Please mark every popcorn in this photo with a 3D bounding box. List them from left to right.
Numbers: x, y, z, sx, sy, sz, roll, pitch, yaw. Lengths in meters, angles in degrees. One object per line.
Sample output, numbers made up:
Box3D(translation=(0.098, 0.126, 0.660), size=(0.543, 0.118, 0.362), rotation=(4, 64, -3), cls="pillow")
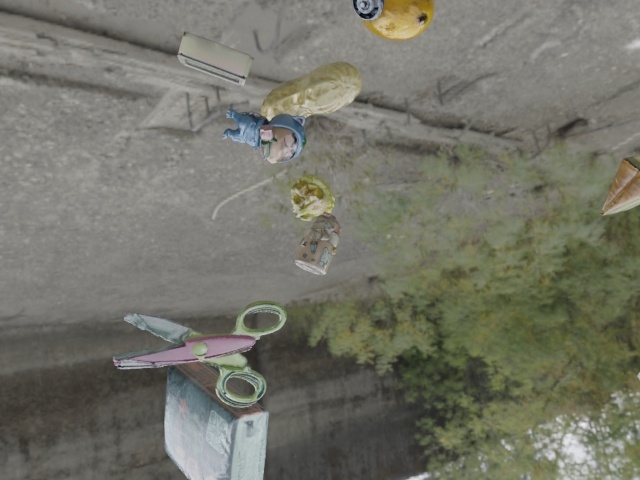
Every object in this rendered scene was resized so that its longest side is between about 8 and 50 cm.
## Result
Box3D(translation=(-0.025, -0.124, 1.802), size=(0.125, 0.145, 0.126), rotation=(-17, -165, 26), cls="popcorn")

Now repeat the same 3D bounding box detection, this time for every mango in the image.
Box3D(translation=(0.176, -0.584, 1.482), size=(0.176, 0.317, 0.119), rotation=(-28, 133, 5), cls="mango")

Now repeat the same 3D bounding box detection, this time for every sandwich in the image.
Box3D(translation=(0.717, -0.095, 1.357), size=(0.079, 0.113, 0.163), rotation=(-11, 133, -18), cls="sandwich")

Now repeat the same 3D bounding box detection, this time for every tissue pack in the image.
Box3D(translation=(-0.236, 0.415, 1.306), size=(0.103, 0.228, 0.315), rotation=(0, -170, -38), cls="tissue pack")

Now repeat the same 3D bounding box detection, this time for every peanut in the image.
Box3D(translation=(-0.028, -0.345, 1.468), size=(0.274, 0.125, 0.111), rotation=(-17, 125, 27), cls="peanut")

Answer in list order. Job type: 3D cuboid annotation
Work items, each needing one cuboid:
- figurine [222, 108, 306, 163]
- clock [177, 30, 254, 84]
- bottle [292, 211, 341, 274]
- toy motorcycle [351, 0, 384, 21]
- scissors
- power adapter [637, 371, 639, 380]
Box3D(translation=(-0.120, -0.217, 1.276), size=(0.178, 0.114, 0.145), rotation=(15, -150, 2), cls="figurine")
Box3D(translation=(-0.285, -0.493, 1.650), size=(0.191, 0.071, 0.147), rotation=(18, -175, -12), cls="clock")
Box3D(translation=(-0.001, 0.000, 1.475), size=(0.098, 0.152, 0.099), rotation=(23, 169, 5), cls="bottle")
Box3D(translation=(0.048, -0.421, 0.864), size=(0.061, 0.193, 0.124), rotation=(-37, -178, -42), cls="toy motorcycle")
Box3D(translation=(-0.132, 0.120, 0.673), size=(0.187, 0.134, 0.020), rotation=(13, -173, -30), cls="scissors")
Box3D(translation=(0.929, 0.294, 1.458), size=(0.255, 0.187, 0.124), rotation=(-60, 176, 16), cls="power adapter")
